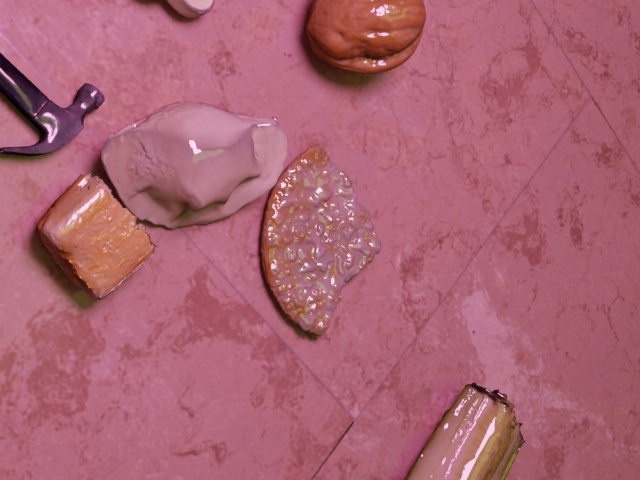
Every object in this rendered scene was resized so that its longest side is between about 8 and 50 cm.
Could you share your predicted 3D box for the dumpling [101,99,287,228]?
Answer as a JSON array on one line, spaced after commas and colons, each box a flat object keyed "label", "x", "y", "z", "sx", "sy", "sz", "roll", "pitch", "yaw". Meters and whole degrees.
[{"label": "dumpling", "x": -0.160, "y": -0.086, "z": 1.213, "sx": 0.215, "sy": 0.126, "sz": 0.166, "roll": -25, "pitch": 131, "yaw": -45}]

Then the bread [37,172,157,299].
[{"label": "bread", "x": -0.270, "y": -0.007, "z": 1.152, "sx": 0.106, "sy": 0.082, "sz": 0.125, "roll": -41, "pitch": 122, "yaw": -16}]

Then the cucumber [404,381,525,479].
[{"label": "cucumber", "x": 0.185, "y": 0.378, "z": 1.448, "sx": 0.325, "sy": 0.105, "sz": 0.145, "roll": -59, "pitch": 145, "yaw": -19}]

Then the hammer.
[{"label": "hammer", "x": -0.389, "y": -0.211, "z": 1.096, "sx": 0.290, "sy": 0.037, "sz": 0.137, "roll": 46, "pitch": 65, "yaw": -26}]

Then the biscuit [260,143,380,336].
[{"label": "biscuit", "x": 0.000, "y": 0.000, "z": 1.356, "sx": 0.188, "sy": 0.040, "sz": 0.266, "roll": 4, "pitch": 89, "yaw": -34}]

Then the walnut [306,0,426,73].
[{"label": "walnut", "x": 0.062, "y": -0.300, "z": 1.330, "sx": 0.166, "sy": 0.166, "sz": 0.149, "roll": -5, "pitch": 84, "yaw": -34}]

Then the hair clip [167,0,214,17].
[{"label": "hair clip", "x": -0.152, "y": -0.371, "z": 1.237, "sx": 0.218, "sy": 0.071, "sz": 0.159, "roll": -28, "pitch": 99, "yaw": -37}]
